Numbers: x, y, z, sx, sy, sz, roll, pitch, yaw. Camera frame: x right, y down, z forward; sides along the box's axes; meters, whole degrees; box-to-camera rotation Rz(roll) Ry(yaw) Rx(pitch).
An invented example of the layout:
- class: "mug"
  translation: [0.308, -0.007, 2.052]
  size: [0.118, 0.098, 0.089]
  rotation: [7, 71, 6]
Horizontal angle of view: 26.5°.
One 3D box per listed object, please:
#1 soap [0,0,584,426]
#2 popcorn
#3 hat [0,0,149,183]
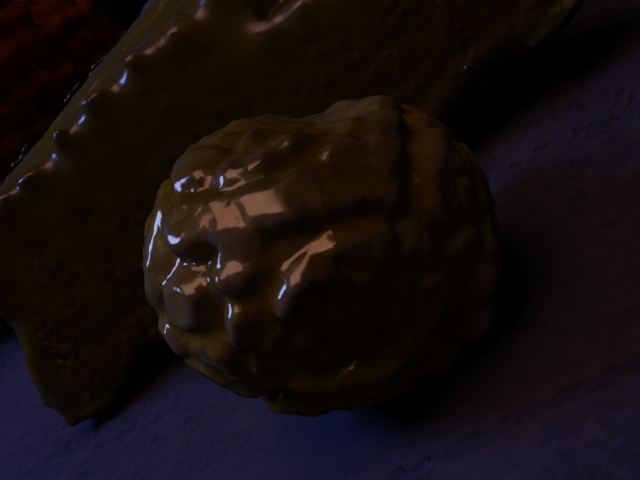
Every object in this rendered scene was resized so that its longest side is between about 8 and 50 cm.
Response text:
- class: "soap"
  translation: [-0.040, -0.059, 0.772]
  size: [0.339, 0.169, 0.304]
  rotation: [-55, 20, -23]
- class: "popcorn"
  translation: [0.000, 0.000, 0.658]
  size: [0.180, 0.170, 0.180]
  rotation: [-5, 70, 12]
- class: "hat"
  translation: [-0.239, -0.106, 1.098]
  size: [0.285, 0.285, 0.400]
  rotation: [-17, 10, 39]
